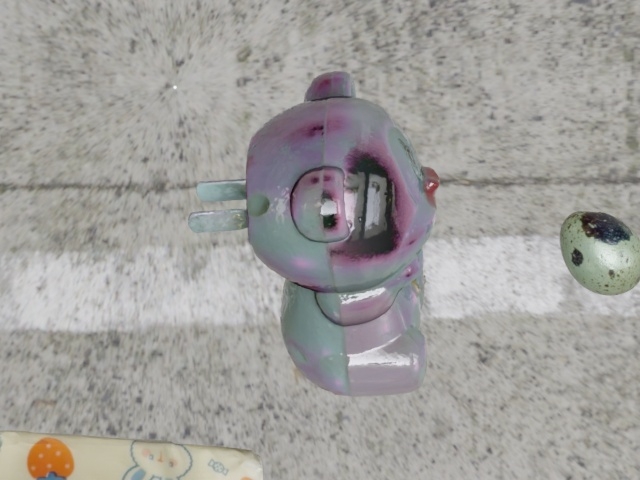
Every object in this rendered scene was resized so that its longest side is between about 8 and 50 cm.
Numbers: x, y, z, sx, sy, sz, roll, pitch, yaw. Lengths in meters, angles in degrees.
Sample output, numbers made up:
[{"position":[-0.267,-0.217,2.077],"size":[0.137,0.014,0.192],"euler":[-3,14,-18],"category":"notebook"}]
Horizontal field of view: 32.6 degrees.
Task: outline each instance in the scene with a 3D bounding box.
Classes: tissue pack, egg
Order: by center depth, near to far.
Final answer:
[{"position":[-0.142,0.163,0.589],"size":[0.196,0.148,0.092],"euler":[7,59,-22],"category":"tissue pack"},{"position":[0.318,0.012,1.239],"size":[0.085,0.085,0.110],"euler":[-38,97,-1],"category":"egg"}]

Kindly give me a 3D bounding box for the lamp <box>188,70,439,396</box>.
[{"position":[0.000,0.000,1.105],"size":[0.247,0.247,0.301],"euler":[-2,128,9],"category":"lamp"}]
